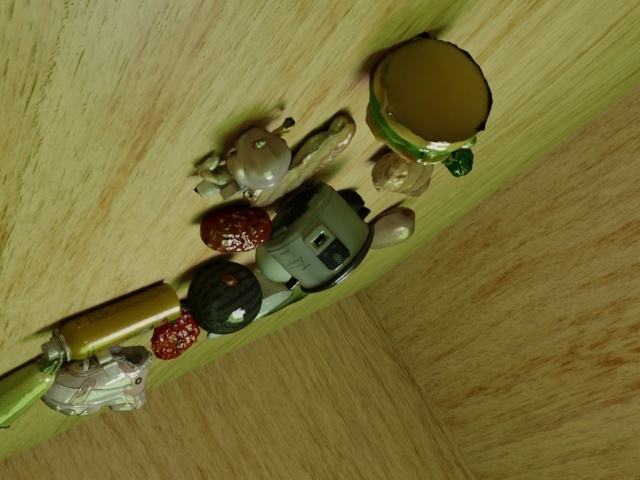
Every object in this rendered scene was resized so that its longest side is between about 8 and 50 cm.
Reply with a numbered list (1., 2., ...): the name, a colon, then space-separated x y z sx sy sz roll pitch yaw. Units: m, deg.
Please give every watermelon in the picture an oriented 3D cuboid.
1. watermelon: -0.265 0.160 1.932 0.212 0.212 0.212 -29 169 -6

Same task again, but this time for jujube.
1. jujube: -0.194 -0.027 1.569 0.176 0.109 0.112 -7 119 -46

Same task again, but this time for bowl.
1. bowl: -0.255 0.181 2.214 0.313 0.146 0.313 -29 168 -7

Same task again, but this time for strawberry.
1. strawberry: -0.439 0.306 2.165 0.190 0.111 0.236 -49 163 -46

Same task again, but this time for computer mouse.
1. computer mouse: 0.010 -0.041 2.038 0.269 0.100 0.170 -38 169 34

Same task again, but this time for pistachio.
1. pistachio: 0.267 -0.049 2.609 0.215 0.144 0.144 -28 171 22

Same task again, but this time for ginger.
1. ginger: 0.242 -0.192 1.921 0.190 0.126 0.354 -43 170 9

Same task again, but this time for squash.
1. squash: -0.798 0.408 1.868 0.287 0.137 0.137 -31 169 -7

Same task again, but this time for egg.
1. egg: -0.109 0.040 1.946 0.149 0.149 0.192 -27 166 -16

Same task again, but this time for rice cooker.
1. rice cooker: 0.000 0.000 1.695 0.280 0.227 0.241 -45 -162 -4

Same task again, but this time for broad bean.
1. broad bean: -0.161 0.205 2.651 0.291 0.119 0.238 -27 177 -7

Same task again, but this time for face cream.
1. face cream: -0.529 0.214 1.748 0.349 0.105 0.105 -22 166 -36

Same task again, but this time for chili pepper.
1. chili pepper: 0.453 -0.264 2.258 0.099 0.083 0.253 -24 168 16

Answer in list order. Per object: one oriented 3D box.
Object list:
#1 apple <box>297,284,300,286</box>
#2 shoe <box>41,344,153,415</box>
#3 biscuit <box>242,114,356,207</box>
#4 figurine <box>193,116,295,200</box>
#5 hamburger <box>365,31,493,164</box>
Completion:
1. apple: -0.055 0.090 2.358 0.131 0.146 0.146 -20 168 -5
2. shoe: -0.684 0.406 2.111 0.351 0.172 0.198 9 106 -45
3. biscuit: -0.040 -0.166 1.483 0.299 0.045 0.154 -34 168 14
4. figurine: -0.131 -0.134 1.244 0.229 0.112 0.137 -25 178 30
5. hamburger: 0.190 -0.245 1.284 0.237 0.237 0.149 -26 172 -22
